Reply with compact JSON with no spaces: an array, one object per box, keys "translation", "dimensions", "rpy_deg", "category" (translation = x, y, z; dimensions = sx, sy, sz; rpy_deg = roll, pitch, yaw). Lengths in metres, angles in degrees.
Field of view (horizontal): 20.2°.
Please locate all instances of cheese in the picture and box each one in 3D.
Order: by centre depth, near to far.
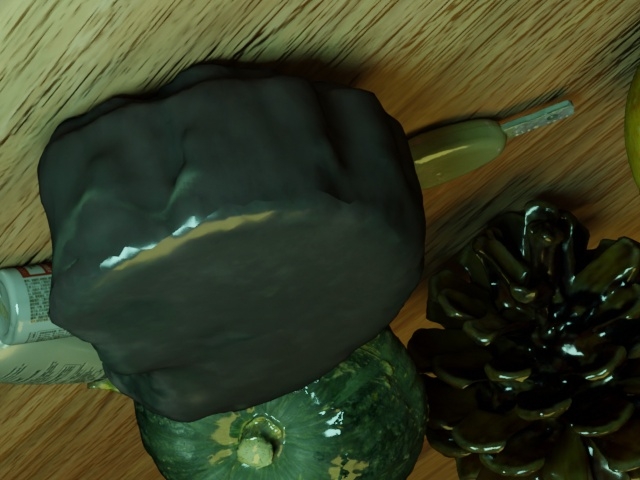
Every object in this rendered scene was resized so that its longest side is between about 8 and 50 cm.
[{"translation":[0.175,-0.106,1.889],"dimensions":[0.192,0.037,0.097],"rpy_deg":[-20,160,2],"category":"cheese"}]

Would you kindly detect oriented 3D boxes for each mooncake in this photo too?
[{"translation":[-0.080,-0.003,1.658],"dimensions":[0.351,0.212,0.381],"rpy_deg":[-10,151,-7],"category":"mooncake"}]

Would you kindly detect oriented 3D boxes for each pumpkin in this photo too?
[{"translation":[-0.045,0.173,1.989],"dimensions":[0.328,0.291,0.257],"rpy_deg":[-2,-158,17],"category":"pumpkin"}]

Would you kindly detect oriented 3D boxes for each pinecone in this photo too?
[{"translation":[0.271,0.125,2.150],"dimensions":[0.384,0.384,0.384],"rpy_deg":[-17,159,-7],"category":"pinecone"}]

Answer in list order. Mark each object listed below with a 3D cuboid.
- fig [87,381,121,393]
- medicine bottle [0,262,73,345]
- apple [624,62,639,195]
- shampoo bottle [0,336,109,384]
[{"translation":[-0.177,0.211,2.264],"dimensions":[0.257,0.159,0.159],"rpy_deg":[20,140,-31],"category":"fig"},{"translation":[-0.264,0.061,1.854],"dimensions":[0.140,0.079,0.079],"rpy_deg":[-7,156,-29],"category":"medicine bottle"},{"translation":[0.457,-0.111,1.812],"dimensions":[0.299,0.275,0.299],"rpy_deg":[-20,155,-10],"category":"apple"},{"translation":[-0.316,0.116,1.944],"dimensions":[0.127,0.078,0.257],"rpy_deg":[-21,164,35],"category":"shampoo bottle"}]
